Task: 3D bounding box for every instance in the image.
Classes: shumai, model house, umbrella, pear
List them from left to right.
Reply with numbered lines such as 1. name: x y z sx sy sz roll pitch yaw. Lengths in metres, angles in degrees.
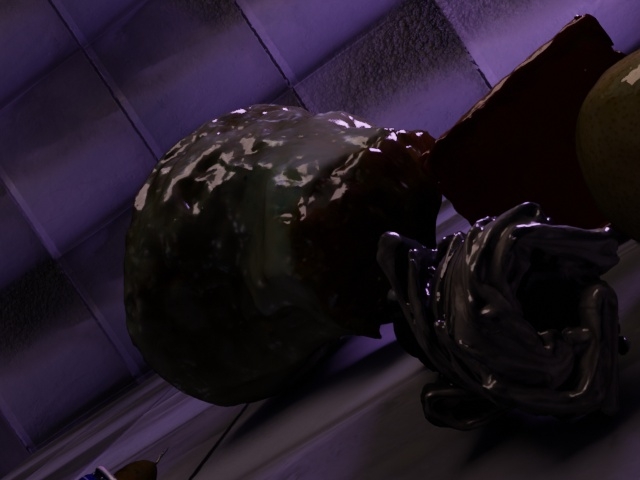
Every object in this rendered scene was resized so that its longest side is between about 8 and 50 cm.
1. shumai: 0.000 0.000 0.956 0.323 0.324 0.397 -10 24 47
2. umbrella: 0.084 0.054 0.559 0.106 0.113 0.358 -7 -6 -4
3. model house: 0.217 -0.092 0.805 0.196 0.160 0.254 -42 3 17
4. pear: 0.235 -0.065 0.517 0.167 0.136 0.167 -37 0 0

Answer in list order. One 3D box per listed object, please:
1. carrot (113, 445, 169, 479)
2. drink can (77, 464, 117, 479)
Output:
1. carrot: -0.233 0.278 0.825 0.078 0.078 0.298 -33 -1 33
2. drink can: -0.220 0.259 0.575 0.235 0.097 0.097 -34 2 -25
